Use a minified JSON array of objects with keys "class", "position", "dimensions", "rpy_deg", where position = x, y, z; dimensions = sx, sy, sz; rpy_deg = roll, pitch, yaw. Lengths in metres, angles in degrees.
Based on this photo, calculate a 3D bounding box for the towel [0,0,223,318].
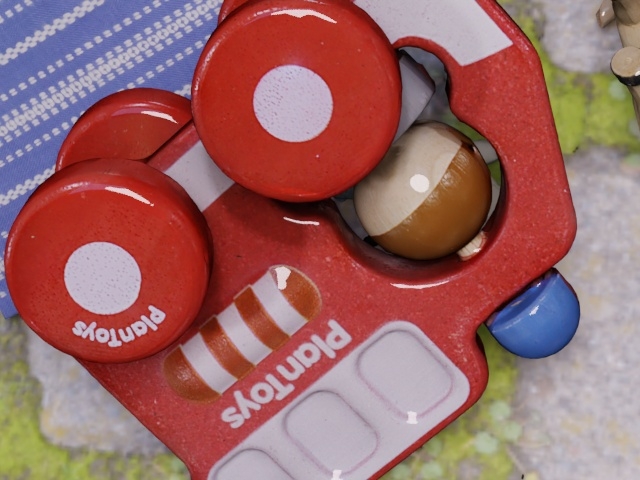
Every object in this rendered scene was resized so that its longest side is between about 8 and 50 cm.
[{"class":"towel","position":[-0.180,-0.136,0.831],"dimensions":[0.243,0.040,0.336],"rpy_deg":[-30,117,8]}]

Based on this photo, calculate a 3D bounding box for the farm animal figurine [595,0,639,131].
[{"class":"farm animal figurine","position":[0.226,-0.225,0.835],"dimensions":[0.327,0.172,0.330],"rpy_deg":[42,95,27]}]

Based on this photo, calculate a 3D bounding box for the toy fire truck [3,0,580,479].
[{"class":"toy fire truck","position":[0.000,0.000,0.784],"dimensions":[0.302,0.169,0.254],"rpy_deg":[-40,105,14]}]

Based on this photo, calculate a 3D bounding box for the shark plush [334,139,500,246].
[{"class":"shark plush","position":[0.038,-0.023,0.872],"dimensions":[0.161,0.073,0.067],"rpy_deg":[5,108,6]}]
